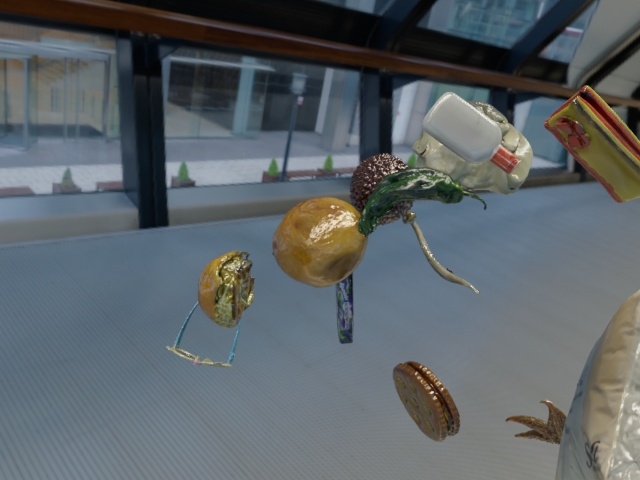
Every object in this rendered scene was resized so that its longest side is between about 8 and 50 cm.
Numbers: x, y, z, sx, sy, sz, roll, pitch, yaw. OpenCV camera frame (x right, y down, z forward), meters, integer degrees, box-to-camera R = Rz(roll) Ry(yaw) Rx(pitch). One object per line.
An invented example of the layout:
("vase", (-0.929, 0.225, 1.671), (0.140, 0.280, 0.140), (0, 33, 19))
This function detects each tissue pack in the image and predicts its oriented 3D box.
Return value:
("tissue pack", (0.539, 0.289, 0.968), (0.195, 0.390, 0.375), (21, -19, 18))

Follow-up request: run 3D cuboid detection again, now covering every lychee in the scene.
("lychee", (0.159, -0.134, 1.425), (0.188, 0.188, 0.188), (10, 21, -4))

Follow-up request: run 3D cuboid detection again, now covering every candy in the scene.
("candy", (0.081, 0.196, 1.903), (0.061, 0.312, 0.088), (-2, 22, 0))

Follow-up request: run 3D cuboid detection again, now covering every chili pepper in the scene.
("chili pepper", (0.207, -0.091, 1.172), (0.279, 0.122, 0.065), (-11, 15, 1))

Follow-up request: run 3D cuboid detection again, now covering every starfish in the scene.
("starfish", (0.577, 0.470, 1.390), (0.227, 0.240, 0.043), (-9, 34, 33))

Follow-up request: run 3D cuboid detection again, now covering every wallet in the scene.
("wallet", (0.558, -0.178, 1.123), (0.241, 0.067, 0.141), (48, -11, 3))

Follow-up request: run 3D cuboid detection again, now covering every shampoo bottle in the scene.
("shampoo bottle", (0.333, -0.224, 1.223), (0.221, 0.108, 0.051), (39, -6, 9))

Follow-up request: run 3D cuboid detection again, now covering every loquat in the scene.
("loquat", (0.000, 0.000, 1.343), (0.193, 0.238, 0.238), (33, 3, -41))

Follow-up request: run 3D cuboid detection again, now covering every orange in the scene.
("orange", (-0.197, 0.097, 1.159), (0.112, 0.160, 0.170), (4, -10, 20))

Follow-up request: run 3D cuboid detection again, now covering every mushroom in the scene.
("mushroom", (0.296, 0.040, 1.437), (0.043, 0.068, 0.306), (-30, 57, -5))

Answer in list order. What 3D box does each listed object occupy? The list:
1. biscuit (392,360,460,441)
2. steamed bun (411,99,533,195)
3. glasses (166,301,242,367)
("biscuit", (0.266, 0.405, 1.436), (0.066, 0.220, 0.220), (-25, 35, -18))
("steamed bun", (0.447, -0.285, 1.643), (0.394, 0.237, 0.346), (-10, 28, -41))
("glasses", (-0.296, 0.258, 1.585), (0.189, 0.088, 0.220), (11, 53, 23))
